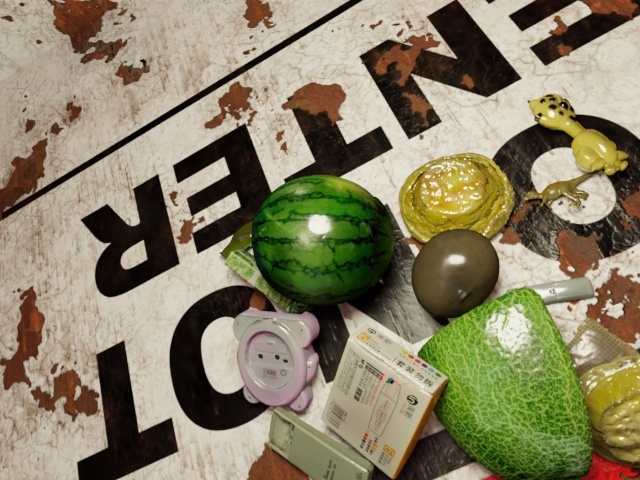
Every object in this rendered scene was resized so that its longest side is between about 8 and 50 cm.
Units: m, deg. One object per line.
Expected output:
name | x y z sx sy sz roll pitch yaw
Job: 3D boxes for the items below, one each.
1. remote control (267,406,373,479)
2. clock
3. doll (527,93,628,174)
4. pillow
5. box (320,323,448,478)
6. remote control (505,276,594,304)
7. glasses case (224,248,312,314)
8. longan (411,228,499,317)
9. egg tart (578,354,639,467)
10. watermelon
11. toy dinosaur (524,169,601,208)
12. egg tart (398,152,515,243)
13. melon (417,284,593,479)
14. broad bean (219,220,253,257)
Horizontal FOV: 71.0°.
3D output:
remote control | -0.010 0.511 1.076 0.285 0.038 0.123 20 111 29
clock | -0.114 0.304 1.154 0.228 0.090 0.248 1 98 22
doll | 0.638 -0.269 1.122 0.117 0.086 0.291 -25 60 -9
pillow | 0.568 0.281 0.968 0.211 0.034 0.135 -47 63 1
box | 0.133 0.355 0.996 0.221 0.091 0.274 32 122 27
remote control | 0.533 0.122 1.045 0.184 0.027 0.050 -13 66 17
glasses case | -0.143 0.116 1.270 0.272 0.095 0.062 31 92 27
longan | 0.312 0.076 1.054 0.196 0.196 0.220 34 98 28
egg tart | 0.615 0.338 0.863 0.252 0.098 0.232 2 94 23
watermelon | 0.000 0.000 1.122 0.363 0.363 0.363 -7 68 19
toy dinosaur | 0.601 -0.138 1.115 0.126 0.039 0.162 27 72 31
egg tart | 0.341 -0.118 1.158 0.294 0.123 0.294 -8 67 20
melon | 0.398 0.322 0.925 0.331 0.226 0.343 -39 53 21
broad bean | -0.177 -0.044 1.360 0.325 0.067 0.075 -34 74 9
